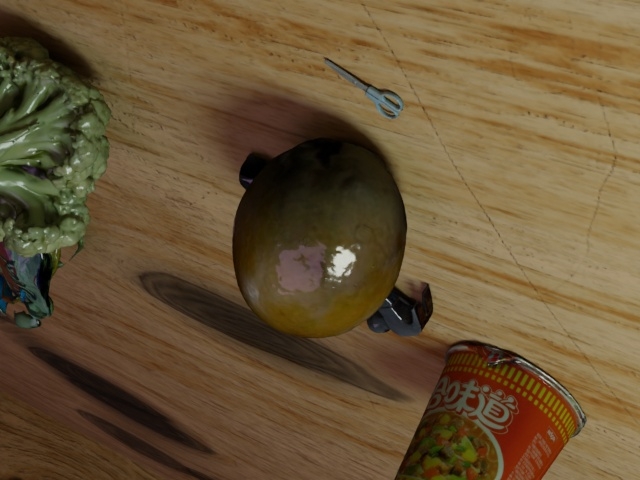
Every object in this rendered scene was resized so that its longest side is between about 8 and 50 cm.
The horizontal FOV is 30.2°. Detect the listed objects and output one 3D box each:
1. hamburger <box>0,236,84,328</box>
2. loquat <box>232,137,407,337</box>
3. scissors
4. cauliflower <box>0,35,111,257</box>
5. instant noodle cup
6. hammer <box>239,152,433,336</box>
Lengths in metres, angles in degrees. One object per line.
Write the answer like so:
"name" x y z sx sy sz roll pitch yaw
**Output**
"hamburger" -0.469 -0.005 1.867 0.276 0.150 0.260 41 144 27
"loquat" 0.000 0.000 1.175 0.179 0.179 0.227 34 149 3
"scissors" 0.038 -0.138 1.063 0.083 0.006 0.036 35 155 1
"cauliflower" -0.382 -0.087 1.382 0.260 0.281 0.327 40 145 -22
"instant noodle cup" 0.176 0.256 1.375 0.193 0.212 0.193 29 156 14
"hammer" 0.017 0.010 1.337 0.290 0.037 0.137 44 156 -21
